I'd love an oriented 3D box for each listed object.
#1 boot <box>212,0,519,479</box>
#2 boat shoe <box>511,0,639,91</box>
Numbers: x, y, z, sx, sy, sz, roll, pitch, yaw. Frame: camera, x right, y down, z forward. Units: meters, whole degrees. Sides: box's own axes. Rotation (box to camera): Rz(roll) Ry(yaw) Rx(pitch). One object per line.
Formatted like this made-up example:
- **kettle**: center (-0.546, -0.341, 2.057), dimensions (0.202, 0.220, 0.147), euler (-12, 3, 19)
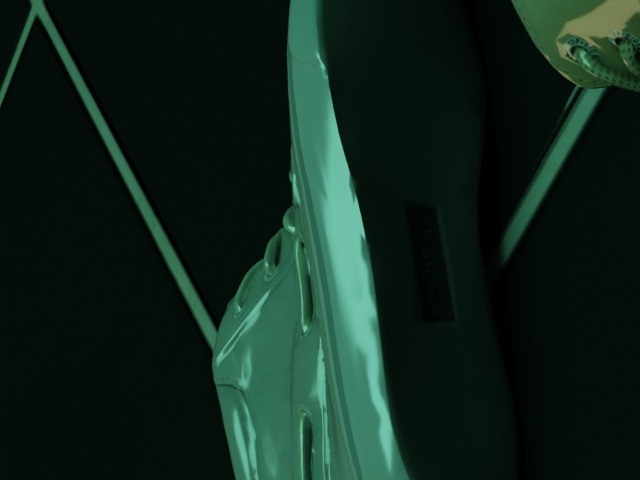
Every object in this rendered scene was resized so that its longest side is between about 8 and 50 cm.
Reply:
- **boot**: center (0.000, 0.000, 0.674), dimensions (0.123, 0.095, 0.258), euler (-23, 65, 46)
- **boat shoe**: center (0.118, -0.101, 0.512), dimensions (0.324, 0.123, 0.116), euler (-134, 52, -59)
